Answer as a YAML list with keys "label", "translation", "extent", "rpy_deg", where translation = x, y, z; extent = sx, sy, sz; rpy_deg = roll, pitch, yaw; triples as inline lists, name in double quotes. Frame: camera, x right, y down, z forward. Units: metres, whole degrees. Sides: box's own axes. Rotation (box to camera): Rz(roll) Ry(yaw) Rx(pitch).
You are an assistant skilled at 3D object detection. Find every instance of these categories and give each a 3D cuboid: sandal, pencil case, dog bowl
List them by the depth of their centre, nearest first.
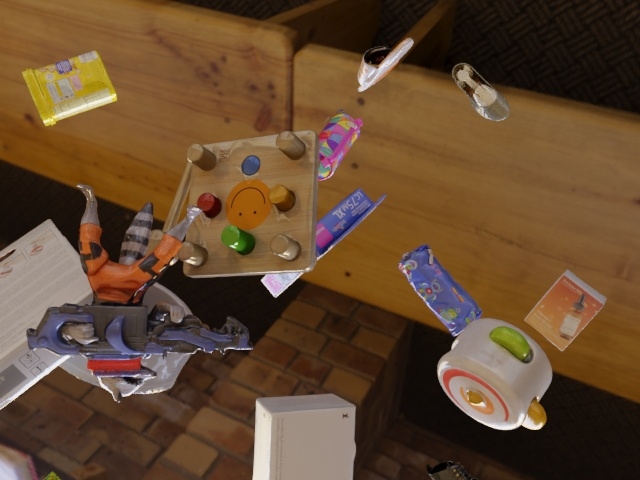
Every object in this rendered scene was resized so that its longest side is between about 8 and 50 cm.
- label: "dog bowl"
  translation: [-0.428, 0.178, 1.382]
  extent: [0.348, 0.349, 0.102]
  rpy_deg: [32, 106, 10]
- label: "sandal"
  translation: [0.165, -0.497, 1.730]
  extent: [0.076, 0.102, 0.265]
  rpy_deg: [51, 155, -3]
- label: "pencil case"
  translation: [0.033, -0.267, 1.774]
  extent: [0.104, 0.236, 0.105]
  rpy_deg: [16, 136, 16]
- label: "pencil case"
  translation: [0.370, 0.146, 1.973]
  extent: [0.306, 0.119, 0.133]
  rpy_deg: [51, 140, 5]

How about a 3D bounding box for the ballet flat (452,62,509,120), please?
- label: "ballet flat"
  translation: [0.404, -0.384, 1.640]
  extent: [0.072, 0.068, 0.213]
  rpy_deg: [-43, 49, 16]

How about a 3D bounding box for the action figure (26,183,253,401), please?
- label: "action figure"
  translation: [-0.280, 0.099, 1.054]
  extent: [0.341, 0.331, 0.178]
  rpy_deg: [11, 177, -16]

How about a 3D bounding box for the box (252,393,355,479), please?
- label: "box"
  translation: [-0.034, 0.415, 1.292]
  extent: [0.119, 0.181, 0.181]
  rpy_deg: [179, 93, -66]

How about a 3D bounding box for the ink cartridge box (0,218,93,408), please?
- label: "ink cartridge box"
  translation: [-0.581, 0.133, 1.221]
  extent: [0.385, 0.308, 0.091]
  rpy_deg: [31, 154, 50]

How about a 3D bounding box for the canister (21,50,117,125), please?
- label: "canister"
  translation: [-0.563, -0.346, 1.441]
  extent: [0.126, 0.169, 0.073]
  rpy_deg: [67, 165, -1]

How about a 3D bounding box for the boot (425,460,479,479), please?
- label: "boot"
  translation: [0.310, 0.482, 1.242]
  extent: [0.197, 0.077, 0.137]
  rpy_deg: [-30, 91, 31]

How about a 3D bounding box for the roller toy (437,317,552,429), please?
- label: "roller toy"
  translation: [0.333, 0.264, 1.238]
  extent: [0.191, 0.146, 0.209]
  rpy_deg: [-4, 124, 56]

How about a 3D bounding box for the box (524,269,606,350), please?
- label: "box"
  translation: [0.662, 0.187, 1.728]
  extent: [0.130, 0.091, 0.171]
  rpy_deg: [40, 113, 18]

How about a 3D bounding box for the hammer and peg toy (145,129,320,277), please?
- label: "hammer and peg toy"
  translation: [-0.175, -0.066, 1.156]
  extent: [0.361, 0.127, 0.266]
  rpy_deg: [-3, 75, 22]

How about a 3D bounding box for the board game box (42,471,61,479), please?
- label: "board game box"
  translation: [-0.534, 0.495, 1.111]
  extent: [0.043, 0.181, 0.092]
  rpy_deg: [50, 166, -7]

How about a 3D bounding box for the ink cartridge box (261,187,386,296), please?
- label: "ink cartridge box"
  translation: [0.000, 0.000, 1.331]
  extent: [0.065, 0.185, 0.311]
  rpy_deg: [49, 147, -1]
